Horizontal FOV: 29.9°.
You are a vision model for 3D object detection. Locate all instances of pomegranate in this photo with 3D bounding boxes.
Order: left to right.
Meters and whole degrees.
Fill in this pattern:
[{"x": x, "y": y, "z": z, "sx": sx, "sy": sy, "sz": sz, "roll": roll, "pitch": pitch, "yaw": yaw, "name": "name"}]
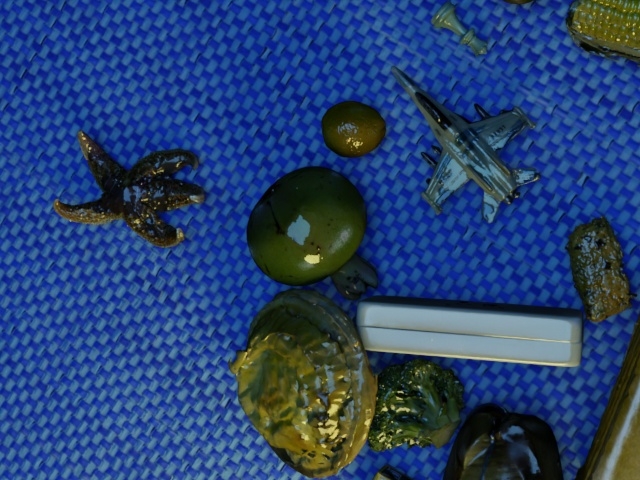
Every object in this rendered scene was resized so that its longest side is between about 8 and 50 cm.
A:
[{"x": 0.003, "y": -0.014, "z": 1.731, "sx": 0.211, "sy": 0.179, "sz": 0.179, "roll": 17, "pitch": 96, "yaw": -14, "name": "pomegranate"}]

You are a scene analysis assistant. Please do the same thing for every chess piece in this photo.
[{"x": 0.206, "y": -0.301, "z": 1.734, "sx": 0.093, "sy": 0.042, "sz": 0.042, "roll": 42, "pitch": 100, "yaw": 1, "name": "chess piece"}]

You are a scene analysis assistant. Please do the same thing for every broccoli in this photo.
[{"x": 0.137, "y": 0.237, "z": 1.718, "sx": 0.138, "sy": 0.162, "sz": 0.145, "roll": 39, "pitch": 128, "yaw": 40, "name": "broccoli"}]

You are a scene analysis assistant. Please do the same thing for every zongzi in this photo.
[{"x": 0.156, "y": 0.451, "z": 1.700, "sx": 0.432, "sy": 0.208, "sz": 0.403, "roll": -12, "pitch": 86, "yaw": 23, "name": "zongzi"}]

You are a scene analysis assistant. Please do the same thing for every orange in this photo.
[{"x": 0.049, "y": -0.162, "z": 1.751, "sx": 0.095, "sy": 0.085, "sz": 0.085, "roll": -1, "pitch": 92, "yaw": -6, "name": "orange"}]

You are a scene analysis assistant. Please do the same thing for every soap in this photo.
[{"x": 0.446, "y": 0.211, "z": 1.565, "sx": 0.156, "sy": 0.293, "sz": 0.335, "roll": 20, "pitch": 95, "yaw": 9, "name": "soap"}]

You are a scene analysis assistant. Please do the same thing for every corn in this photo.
[{"x": 0.486, "y": -0.293, "z": 1.635, "sx": 0.305, "sy": 0.122, "sz": 0.123, "roll": 19, "pitch": 139, "yaw": 14, "name": "corn"}]

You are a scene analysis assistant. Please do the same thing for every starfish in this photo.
[{"x": -0.295, "y": -0.078, "z": 1.847, "sx": 0.238, "sy": 0.071, "sz": 0.215, "roll": -20, "pitch": 82, "yaw": 3, "name": "starfish"}]

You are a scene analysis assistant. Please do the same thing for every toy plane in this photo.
[{"x": 0.193, "y": -0.152, "z": 1.723, "sx": 0.192, "sy": 0.088, "sz": 0.262, "roll": -42, "pitch": 73, "yaw": 6, "name": "toy plane"}]

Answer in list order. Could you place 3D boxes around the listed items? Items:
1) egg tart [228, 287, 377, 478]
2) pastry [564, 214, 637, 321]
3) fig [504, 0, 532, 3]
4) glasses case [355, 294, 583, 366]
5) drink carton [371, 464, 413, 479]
[{"x": -0.044, "y": 0.210, "z": 1.717, "sx": 0.291, "sy": 0.107, "sz": 0.290, "roll": 11, "pitch": 105, "yaw": 46, "name": "egg tart"}, {"x": 0.392, "y": 0.041, "z": 1.691, "sx": 0.080, "sy": 0.056, "sz": 0.140, "roll": -21, "pitch": 85, "yaw": 2, "name": "pastry"}, {"x": 0.248, "y": -0.418, "z": 1.676, "sx": 0.185, "sy": 0.126, "sz": 0.133, "roll": 33, "pitch": 112, "yaw": 6, "name": "fig"}, {"x": 0.213, "y": 0.125, "z": 1.696, "sx": 0.313, "sy": 0.131, "sz": 0.070, "roll": 4, "pitch": 93, "yaw": 14, "name": "glasses case"}, {"x": 0.075, "y": 0.436, "z": 1.768, "sx": 0.084, "sy": 0.074, "sz": 0.200, "roll": 29, "pitch": 99, "yaw": 11, "name": "drink carton"}]
